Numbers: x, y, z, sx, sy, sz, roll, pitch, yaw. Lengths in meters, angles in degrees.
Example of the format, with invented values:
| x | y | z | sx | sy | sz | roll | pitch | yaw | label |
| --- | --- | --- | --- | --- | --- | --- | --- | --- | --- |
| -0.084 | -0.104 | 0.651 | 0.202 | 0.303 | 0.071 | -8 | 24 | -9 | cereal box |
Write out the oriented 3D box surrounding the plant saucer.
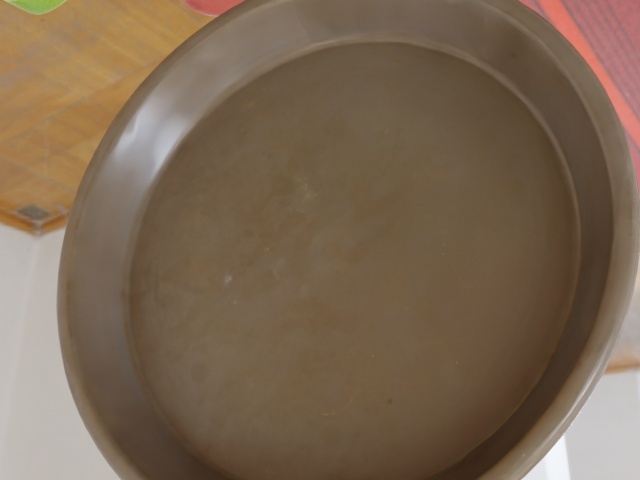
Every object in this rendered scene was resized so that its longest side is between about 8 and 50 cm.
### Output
| x | y | z | sx | sy | sz | roll | pitch | yaw | label |
| --- | --- | --- | --- | --- | --- | --- | --- | --- | --- |
| 0.000 | 0.000 | 0.368 | 0.278 | 0.277 | 0.041 | -10 | 158 | 20 | plant saucer |

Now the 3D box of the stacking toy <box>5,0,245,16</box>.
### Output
| x | y | z | sx | sy | sz | roll | pitch | yaw | label |
| --- | --- | --- | --- | --- | --- | --- | --- | --- | --- |
| -0.136 | -0.307 | 0.704 | 0.280 | 0.308 | 0.130 | -13 | 149 | 35 | stacking toy |
